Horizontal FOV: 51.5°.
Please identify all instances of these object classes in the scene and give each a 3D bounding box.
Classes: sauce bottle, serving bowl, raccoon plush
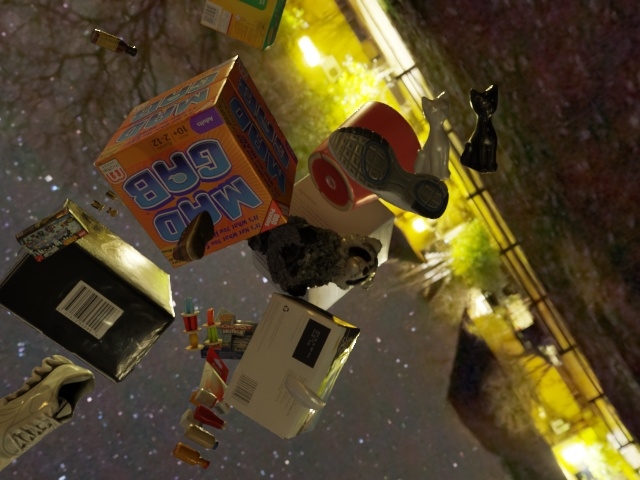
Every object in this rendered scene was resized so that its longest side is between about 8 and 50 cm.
[{"bbox_3d":[-0.573,-0.545,1.845,0.128,0.042,0.042,14,-140,-43],"label":"sauce bottle"},{"bbox_3d":[-0.031,0.271,1.165,0.083,0.027,0.083,38,165,12],"label":"serving bowl"},{"bbox_3d":[-0.015,-0.004,2.003,0.299,0.216,0.446,0,-145,-36],"label":"raccoon plush"}]

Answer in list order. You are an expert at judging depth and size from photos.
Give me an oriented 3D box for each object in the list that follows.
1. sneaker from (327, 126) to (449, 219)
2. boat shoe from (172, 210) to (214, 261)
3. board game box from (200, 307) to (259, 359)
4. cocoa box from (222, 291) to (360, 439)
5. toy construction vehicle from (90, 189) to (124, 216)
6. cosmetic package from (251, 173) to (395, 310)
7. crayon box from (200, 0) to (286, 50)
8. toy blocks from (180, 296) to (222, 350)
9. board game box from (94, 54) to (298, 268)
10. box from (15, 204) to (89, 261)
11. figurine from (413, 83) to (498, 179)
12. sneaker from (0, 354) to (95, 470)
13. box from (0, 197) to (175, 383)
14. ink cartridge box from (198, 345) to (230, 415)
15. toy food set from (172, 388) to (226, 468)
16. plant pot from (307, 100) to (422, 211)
[{"bbox_3d":[0.127,-0.131,1.393,0.297,0.111,0.129,34,168,-22],"label":"sneaker"},{"bbox_3d":[-0.280,-0.011,1.459,0.178,0.060,0.064,-79,-29,-60],"label":"boat shoe"},{"bbox_3d":[-0.302,0.319,2.288,0.194,0.194,0.060,-90,3,-51],"label":"board game box"},{"bbox_3d":[-0.075,0.357,1.924,0.231,0.347,0.228,25,180,21],"label":"cocoa box"},{"bbox_3d":[-0.776,-0.134,2.431,0.098,0.086,0.035,39,176,-26],"label":"toy construction vehicle"},{"bbox_3d":[0.000,0.000,2.320,0.327,0.393,0.329,44,159,22],"label":"cosmetic package"},{"bbox_3d":[-0.153,-0.596,1.505,0.165,0.279,0.081,25,-150,4],"label":"crayon box"},{"bbox_3d":[-0.341,0.229,1.895,0.123,0.054,0.148,-12,-82,-49],"label":"toy blocks"},{"bbox_3d":[-0.309,-0.214,1.794,0.357,0.356,0.356,59,-161,-28],"label":"board game box"},{"bbox_3d":[-0.630,-0.015,1.562,0.027,0.137,0.094,54,171,32],"label":"box"},{"bbox_3d":[0.335,-0.267,1.619,0.092,0.214,0.210,-126,30,-59],"label":"figurine"},{"bbox_3d":[-0.553,0.339,1.265,0.292,0.118,0.110,-54,-37,-44],"label":"sneaker"},{"bbox_3d":[-0.766,0.152,2.220,0.480,0.297,0.472,41,180,-21],"label":"box"},{"bbox_3d":[-0.326,0.450,2.147,0.179,0.045,0.145,-81,-28,-46],"label":"ink cartridge box"},{"bbox_3d":[-0.331,0.523,1.888,0.104,0.111,0.232,34,-155,-16],"label":"toy food set"},{"bbox_3d":[0.115,-0.224,1.897,0.275,0.243,0.275,43,155,26],"label":"plant pot"}]
